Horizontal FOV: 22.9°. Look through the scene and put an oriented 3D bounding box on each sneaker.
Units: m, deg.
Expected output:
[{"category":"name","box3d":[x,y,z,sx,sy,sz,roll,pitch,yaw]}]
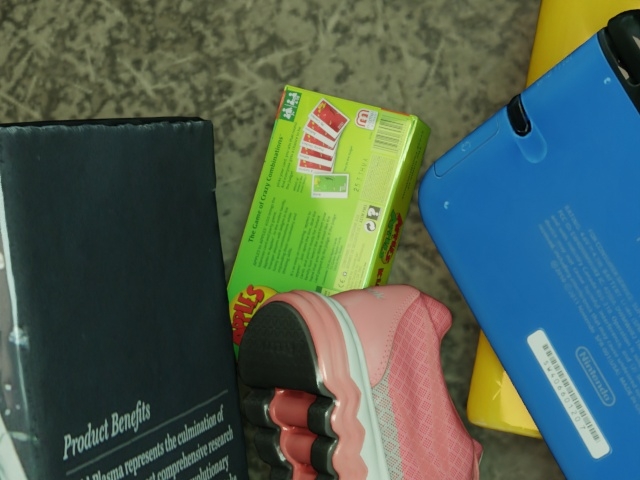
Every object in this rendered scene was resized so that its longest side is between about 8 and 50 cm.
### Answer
[{"category":"sneaker","box3d":[0.051,0.174,0.943,0.116,0.136,0.313,5,106,56]}]

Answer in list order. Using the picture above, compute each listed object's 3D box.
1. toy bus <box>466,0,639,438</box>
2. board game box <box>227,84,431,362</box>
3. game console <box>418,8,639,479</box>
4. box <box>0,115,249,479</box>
[{"category":"toy bus","box3d":[0.171,-0.046,0.925,0.108,0.130,0.332,10,86,18]},{"category":"board game box","box3d":[0.000,0.000,1.017,0.092,0.043,0.181,15,87,19]},{"category":"game console","box3d":[0.238,0.021,0.818,0.250,0.173,0.293,-39,73,38]},{"category":"box","box3d":[-0.299,0.186,0.908,0.480,0.297,0.471,-6,92,16]}]
